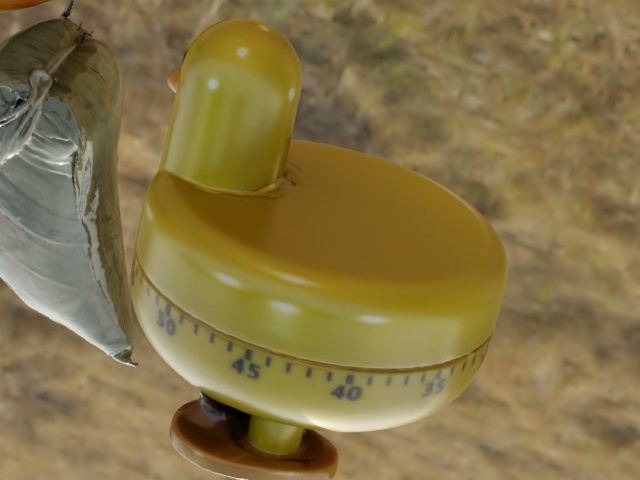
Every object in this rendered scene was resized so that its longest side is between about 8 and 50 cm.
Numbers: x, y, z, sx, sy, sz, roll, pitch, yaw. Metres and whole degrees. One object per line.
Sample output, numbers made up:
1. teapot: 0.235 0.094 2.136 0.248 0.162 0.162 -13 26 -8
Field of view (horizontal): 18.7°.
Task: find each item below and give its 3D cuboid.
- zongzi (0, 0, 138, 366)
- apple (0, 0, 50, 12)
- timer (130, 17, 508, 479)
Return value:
1. zongzi: -0.147 -0.022 1.166 0.197 0.099 0.194 46 144 -3
2. apple: -0.181 -0.258 1.076 0.242 0.241 0.242 32 158 15
3. timer: 0.000 0.000 0.542 0.107 0.109 0.107 11 -155 -5
